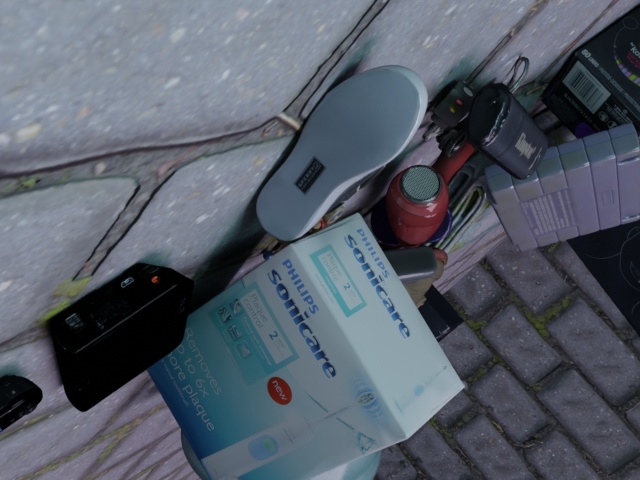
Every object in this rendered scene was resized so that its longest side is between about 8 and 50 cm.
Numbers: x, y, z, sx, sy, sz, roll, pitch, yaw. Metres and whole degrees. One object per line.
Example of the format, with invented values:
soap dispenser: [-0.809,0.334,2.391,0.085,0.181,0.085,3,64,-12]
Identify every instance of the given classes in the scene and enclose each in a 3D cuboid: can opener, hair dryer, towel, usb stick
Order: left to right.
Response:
can opener: [0.027,0.062,1.146,0.280,0.093,0.074,-12,176,-29]
hair dryer: [0.170,-0.090,1.129,0.224,0.080,0.293,-25,153,-50]
towel: [0.320,-0.092,1.650,0.374,0.090,0.320,-32,166,-38]
usb stick: [0.230,-0.126,1.069,0.278,0.045,0.077,11,99,-67]

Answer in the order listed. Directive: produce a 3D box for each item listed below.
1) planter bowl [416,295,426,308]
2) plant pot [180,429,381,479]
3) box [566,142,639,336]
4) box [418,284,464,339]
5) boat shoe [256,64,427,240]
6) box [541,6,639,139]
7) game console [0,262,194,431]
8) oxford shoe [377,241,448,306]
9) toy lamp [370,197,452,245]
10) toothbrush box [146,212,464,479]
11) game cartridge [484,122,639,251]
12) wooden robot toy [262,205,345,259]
planter bowl: [0.148,0.112,1.816,0.162,0.109,0.162,-38,168,-10]
plant pot: [-0.043,0.204,1.233,0.293,0.293,0.196,-28,136,-46]
box: [0.731,-0.100,1.765,0.297,0.480,0.472,-36,178,-21]
box: [0.166,0.238,2.168,0.312,0.179,0.343,-41,169,9]
boat shoe: [0.026,-0.080,0.798,0.076,0.080,0.228,-36,170,-48]
box: [0.524,-0.272,1.426,0.270,0.165,0.143,-36,169,-21]
game console: [-0.271,0.150,0.799,0.361,0.044,0.213,-35,167,-23]
oxford shoe: [0.111,0.069,1.397,0.123,0.130,0.348,2,-178,29]
toy lamp: [0.152,-0.033,1.373,0.080,0.080,0.275,-43,166,15]
toothbrush box: [-0.031,0.138,0.950,0.295,0.216,0.126,-33,176,39]
game cartridge: [0.398,-0.075,1.427,0.230,0.068,0.355,-12,161,16]
wooden robot toy: [0.000,0.000,1.003,0.076,0.079,0.173,-32,166,-35]
